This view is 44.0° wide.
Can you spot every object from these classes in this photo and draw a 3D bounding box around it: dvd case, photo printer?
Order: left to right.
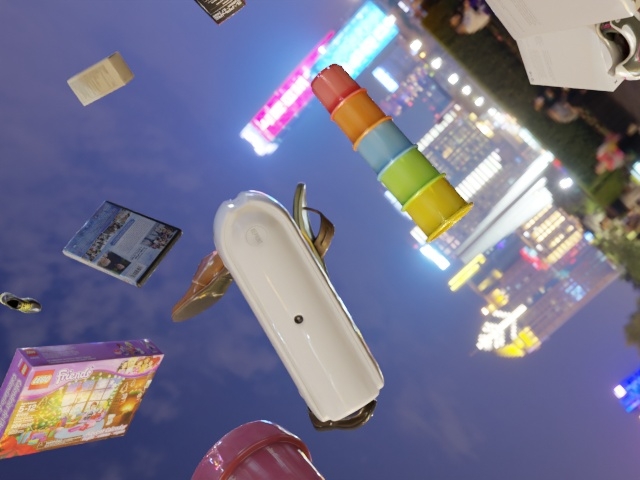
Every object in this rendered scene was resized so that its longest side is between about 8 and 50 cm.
[{"bbox_3d":[-0.490,0.004,1.958,0.253,0.180,0.022,20,149,25],"label":"dvd case"},{"bbox_3d":[-0.040,0.075,1.065,0.307,0.107,0.256,60,176,1],"label":"photo printer"}]

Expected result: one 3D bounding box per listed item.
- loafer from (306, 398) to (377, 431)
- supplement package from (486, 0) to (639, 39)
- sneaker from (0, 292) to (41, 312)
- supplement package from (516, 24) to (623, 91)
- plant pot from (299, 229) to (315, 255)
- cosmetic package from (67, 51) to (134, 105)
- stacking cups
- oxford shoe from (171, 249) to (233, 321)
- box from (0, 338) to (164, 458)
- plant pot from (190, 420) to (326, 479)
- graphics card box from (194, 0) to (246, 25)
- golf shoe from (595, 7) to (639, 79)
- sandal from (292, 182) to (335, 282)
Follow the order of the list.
[{"bbox_3d":[0.044,0.423,1.963,0.078,0.220,0.080,48,-138,-19],"label":"loafer"},{"bbox_3d":[0.416,-0.473,1.316,0.177,0.175,0.293,46,168,-22],"label":"supplement package"},{"bbox_3d":[-0.595,0.129,1.573,0.083,0.031,0.035,20,-175,-34],"label":"sneaker"},{"bbox_3d":[0.521,-0.429,1.602,0.203,0.149,0.194,20,149,49],"label":"supplement package"},{"bbox_3d":[-0.088,0.044,1.750,0.134,0.095,0.134,10,-103,-50],"label":"plant pot"},{"bbox_3d":[-0.420,-0.309,1.513,0.060,0.115,0.041,60,-149,-23],"label":"cosmetic package"},{"bbox_3d":[0.103,-0.145,1.234,0.316,0.096,0.096,51,-164,7],"label":"stacking cups"},{"bbox_3d":[-0.231,0.081,1.614,0.076,0.212,0.076,48,-175,24],"label":"oxford shoe"},{"bbox_3d":[-0.443,0.281,1.431,0.057,0.201,0.293,37,-161,31],"label":"box"},{"bbox_3d":[-0.063,0.387,1.133,0.180,0.201,0.201,24,177,45],"label":"plant pot"},{"bbox_3d":[-0.311,-0.649,1.681,0.232,0.094,0.371,64,-166,24],"label":"graphics card box"},{"bbox_3d":[0.558,-0.425,1.427,0.105,0.120,0.272,167,89,-75],"label":"golf shoe"},{"bbox_3d":[0.001,0.001,1.900,0.120,0.086,0.302,-76,-31,-74],"label":"sandal"}]
